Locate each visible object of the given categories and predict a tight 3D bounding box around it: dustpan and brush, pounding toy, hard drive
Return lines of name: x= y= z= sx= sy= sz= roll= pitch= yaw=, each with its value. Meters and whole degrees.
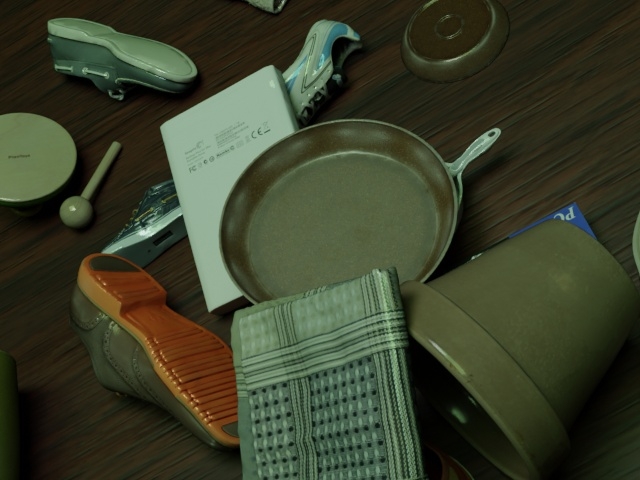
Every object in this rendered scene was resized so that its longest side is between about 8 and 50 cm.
dustpan and brush: x=0.161 y=-0.071 z=1.421 sx=0.211 sy=0.060 sz=0.147 roll=-37 pitch=52 yaw=2
pounding toy: x=-0.463 y=-0.099 z=1.734 sx=0.237 sy=0.110 sz=0.183 roll=17 pitch=55 yaw=2
hard drive: x=-0.106 y=-0.073 z=1.507 sx=0.203 sy=0.040 sz=0.307 roll=-26 pitch=67 yaw=19

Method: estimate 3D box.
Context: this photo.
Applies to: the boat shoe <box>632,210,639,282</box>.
boat shoe: x=0.425 y=0.056 z=1.213 sx=0.112 sy=0.095 sz=0.335 roll=-11 pitch=52 yaw=35

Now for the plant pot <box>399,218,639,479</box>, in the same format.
plant pot: x=0.225 y=0.103 z=1.172 sx=0.229 sy=0.263 sz=0.263 roll=-40 pitch=52 yaw=-9

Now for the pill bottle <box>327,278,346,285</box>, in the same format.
pill bottle: x=0.009 y=0.086 z=1.386 sx=0.152 sy=0.086 sz=0.086 roll=-6 pitch=59 yaw=23

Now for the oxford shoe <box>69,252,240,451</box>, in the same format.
oxford shoe: x=-0.220 y=0.173 z=1.449 sx=0.363 sy=0.130 sz=0.133 roll=44 pitch=119 yaw=31

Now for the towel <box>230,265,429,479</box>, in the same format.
towel: x=-0.006 y=0.205 z=1.162 sx=0.324 sy=0.056 sz=0.312 roll=-21 pitch=73 yaw=53

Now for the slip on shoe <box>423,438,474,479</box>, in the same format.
slip on shoe: x=0.035 y=0.242 z=1.267 sx=0.331 sy=0.101 sz=0.123 roll=23 pitch=72 yaw=33

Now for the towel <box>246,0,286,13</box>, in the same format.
towel: x=-0.103 y=-0.534 z=1.762 sx=0.187 sy=0.049 sz=0.282 roll=26 pitch=107 yaw=36

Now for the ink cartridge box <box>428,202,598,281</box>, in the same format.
ink cartridge box: x=0.248 y=0.045 z=1.319 sx=0.207 sy=0.046 sz=0.097 roll=-27 pitch=55 yaw=8

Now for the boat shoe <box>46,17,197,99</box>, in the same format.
boat shoe: x=-0.338 y=-0.293 z=1.795 sx=0.319 sy=0.116 sz=0.099 roll=23 pitch=117 yaw=27

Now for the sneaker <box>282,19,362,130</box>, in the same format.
sneaker: x=-0.016 y=-0.227 z=1.589 sx=0.086 sy=0.085 sz=0.237 roll=21 pitch=76 yaw=26

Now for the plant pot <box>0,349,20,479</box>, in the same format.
plant pot: x=-0.517 y=0.329 z=1.411 sx=0.275 sy=0.275 sz=0.293 roll=-23 pitch=70 yaw=12

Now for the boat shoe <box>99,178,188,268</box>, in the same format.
boat shoe: x=-0.267 y=-0.018 z=1.600 sx=0.183 sy=0.065 sz=0.083 roll=-31 pitch=52 yaw=-3

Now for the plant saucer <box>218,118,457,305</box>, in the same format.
plant saucer: x=0.024 y=-0.020 z=1.363 sx=0.310 sy=0.050 sz=0.310 roll=-8 pitch=56 yaw=11

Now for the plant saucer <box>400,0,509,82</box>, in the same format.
plant saucer: x=0.194 y=-0.309 z=1.568 sx=0.168 sy=0.029 sz=0.168 roll=-12 pitch=58 yaw=19
